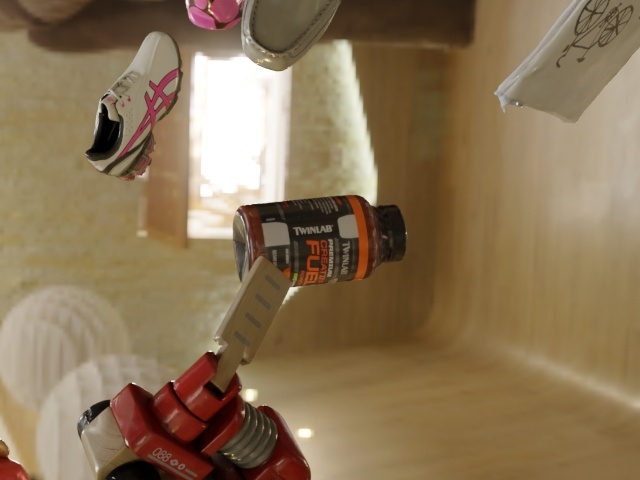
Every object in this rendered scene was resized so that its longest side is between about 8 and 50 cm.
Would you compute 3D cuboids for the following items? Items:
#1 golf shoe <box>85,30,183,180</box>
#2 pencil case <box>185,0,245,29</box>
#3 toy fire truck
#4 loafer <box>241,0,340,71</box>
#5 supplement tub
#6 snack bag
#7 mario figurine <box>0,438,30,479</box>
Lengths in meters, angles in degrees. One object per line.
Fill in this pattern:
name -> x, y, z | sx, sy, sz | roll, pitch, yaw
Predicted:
golf shoe -> -0.221, -0.165, 1.638 | 0.067, 0.186, 0.086 | 17, 177, 30
pencil case -> -0.177, -0.393, 1.933 | 0.098, 0.209, 0.095 | -4, -132, 18
toy fire truck -> -0.085, 0.165, 1.330 | 0.217, 0.246, 0.158 | 40, -169, -41
loafer -> -0.003, -0.345, 1.571 | 0.112, 0.320, 0.111 | 23, 166, -3
supplement tub -> 0.000, 0.000, 1.635 | 0.197, 0.106, 0.106 | -6, -172, -15
snack bag -> 0.351, -0.279, 1.596 | 0.037, 0.342, 0.323 | 43, -164, 18
mario figurine -> -0.471, 0.233, 1.708 | 0.170, 0.320, 0.198 | -34, 172, -46
